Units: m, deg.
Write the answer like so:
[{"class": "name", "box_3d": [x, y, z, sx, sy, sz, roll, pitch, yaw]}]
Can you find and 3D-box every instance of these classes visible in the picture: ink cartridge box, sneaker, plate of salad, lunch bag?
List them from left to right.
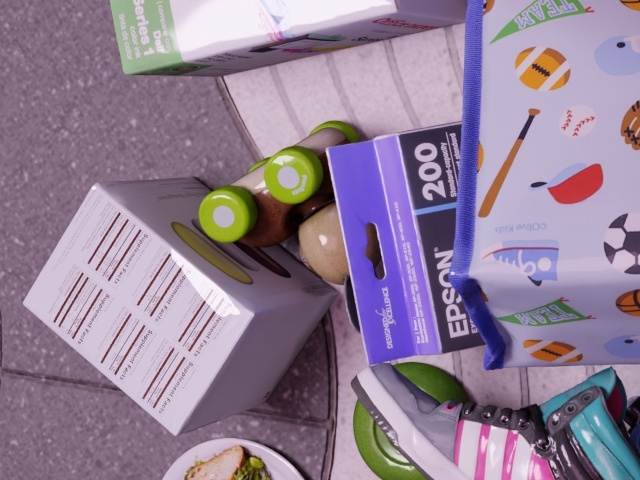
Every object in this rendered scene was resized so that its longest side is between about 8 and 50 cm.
[{"class": "plate of salad", "box_3d": [-0.089, 0.301, 1.732, 0.200, 0.048, 0.200, 2, 94, 23]}, {"class": "ink cartridge box", "box_3d": [-0.026, -0.233, 1.582, 0.278, 0.201, 0.117, -10, 90, 24]}, {"class": "ink cartridge box", "box_3d": [0.125, -0.005, 1.553, 0.208, 0.045, 0.206, -11, 89, -16]}, {"class": "sneaker", "box_3d": [0.180, 0.165, 1.478, 0.295, 0.124, 0.178, 42, 90, 20]}, {"class": "lunch bag", "box_3d": [0.284, -0.097, 1.405, 0.328, 0.239, 0.385, -2, 62, 11]}]

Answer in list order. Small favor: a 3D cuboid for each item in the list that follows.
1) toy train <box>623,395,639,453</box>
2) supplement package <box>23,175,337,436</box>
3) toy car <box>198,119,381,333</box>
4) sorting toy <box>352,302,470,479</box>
[{"class": "toy train", "box_3d": [0.356, 0.186, 1.512, 0.184, 0.080, 0.105, 41, 102, 16]}, {"class": "supplement package", "box_3d": [-0.132, 0.056, 1.653, 0.203, 0.194, 0.149, 39, 108, 16]}, {"class": "toy car", "box_3d": [0.000, 0.000, 1.626, 0.149, 0.155, 0.188, -30, 94, 23]}, {"class": "sorting toy", "box_3d": [0.066, 0.209, 1.615, 0.127, 0.126, 0.365, 11, 98, 24]}]
